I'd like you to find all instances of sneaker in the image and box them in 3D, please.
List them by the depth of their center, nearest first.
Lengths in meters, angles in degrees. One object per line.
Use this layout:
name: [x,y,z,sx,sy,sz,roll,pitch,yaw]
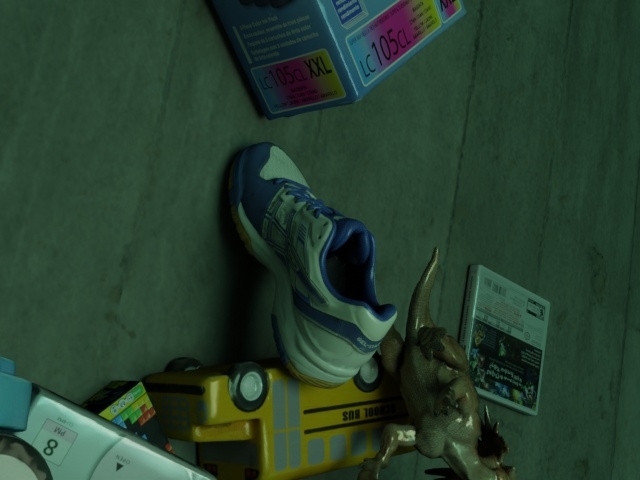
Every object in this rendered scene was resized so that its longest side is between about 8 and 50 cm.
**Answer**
sneaker: [0.000,0.000,1.114,0.111,0.131,0.297,7,49,-42]

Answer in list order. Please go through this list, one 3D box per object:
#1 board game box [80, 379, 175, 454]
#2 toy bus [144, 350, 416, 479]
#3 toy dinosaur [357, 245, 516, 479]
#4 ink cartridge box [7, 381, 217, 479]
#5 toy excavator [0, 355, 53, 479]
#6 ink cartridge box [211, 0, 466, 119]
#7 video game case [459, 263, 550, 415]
board game box: [-0.210,0.233,1.001,0.170,0.048,0.141,-38,112,-42]
toy bus: [-0.027,0.182,1.157,0.332,0.108,0.130,-1,88,-47]
toy dinosaur: [0.132,0.167,1.169,0.200,0.127,0.296,20,57,-55]
ink cartridge box: [-0.222,0.263,0.911,0.189,0.066,0.232,34,76,-27]
toy excavator: [-0.389,-0.002,0.722,0.432,0.222,0.446,18,69,-46]
ink cartridge box: [-0.019,-0.370,1.185,0.270,0.151,0.396,-44,115,-43]
video game case: [0.259,0.144,1.524,0.190,0.022,0.173,26,68,-43]
